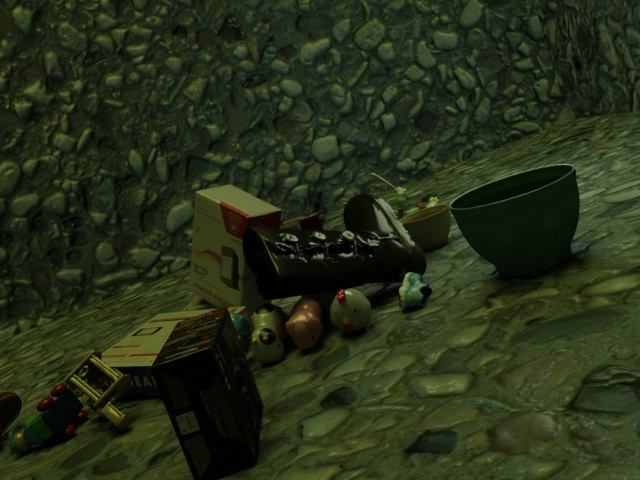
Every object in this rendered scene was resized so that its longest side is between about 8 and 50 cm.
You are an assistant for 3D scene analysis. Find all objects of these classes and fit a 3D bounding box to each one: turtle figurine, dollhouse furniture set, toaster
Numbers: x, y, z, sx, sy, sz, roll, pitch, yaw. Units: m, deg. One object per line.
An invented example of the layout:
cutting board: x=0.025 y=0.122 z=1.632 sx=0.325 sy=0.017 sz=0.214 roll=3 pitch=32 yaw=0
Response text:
turtle figurine: x=0.273 y=-0.132 z=2.511 sx=0.266 sy=0.198 sz=0.275 roll=-6 pitch=42 yaw=-33
dollhouse furniture set: x=-0.469 y=0.363 z=1.621 sx=0.182 sy=0.161 sz=0.101 roll=31 pitch=64 yaw=23
toaster: x=-0.298 y=0.213 z=2.060 sx=0.227 sy=0.129 sz=0.146 roll=-11 pitch=15 yaw=13

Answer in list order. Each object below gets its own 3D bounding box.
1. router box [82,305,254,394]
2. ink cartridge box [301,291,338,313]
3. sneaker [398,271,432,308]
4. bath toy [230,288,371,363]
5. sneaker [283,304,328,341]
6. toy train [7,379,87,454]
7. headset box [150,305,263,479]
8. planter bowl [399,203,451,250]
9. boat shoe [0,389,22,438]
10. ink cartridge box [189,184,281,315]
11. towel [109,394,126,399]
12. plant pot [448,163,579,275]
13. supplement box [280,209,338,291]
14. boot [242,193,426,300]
router box: x=-0.390 y=0.283 z=1.819 sx=0.335 sy=0.082 sz=0.301 roll=-8 pitch=18 yaw=34
ink cartridge box: x=-0.006 y=0.136 z=1.877 sx=0.088 sy=0.122 sz=0.052 roll=-23 pitch=9 yaw=-15
sneaker: x=0.233 y=0.124 z=1.690 sx=0.073 sy=0.063 sz=0.162 roll=1 pitch=19 yaw=15
bath toy: x=-0.055 y=0.193 z=1.630 sx=0.348 sy=0.151 sz=0.129 roll=-15 pitch=-29 yaw=11
sneaker: x=-0.073 y=0.210 z=1.774 sx=0.188 sy=0.066 sz=0.071 roll=-23 pitch=8 yaw=-19
toy train: x=-0.654 y=0.424 z=1.718 sx=0.143 sy=0.105 sz=0.248 roll=-33 pitch=8 yaw=5
headset box: x=-0.192 y=0.259 z=1.263 sx=0.110 sy=0.218 sz=0.293 roll=-19 pitch=9 yaw=1
planter bowl: x=0.335 y=-0.034 z=2.181 sx=0.162 sy=0.109 sz=0.162 roll=-19 pitch=9 yaw=3
boat shoe: x=-0.837 y=0.481 z=1.727 sx=0.123 sy=0.123 sz=0.342 roll=-3 pitch=14 yaw=17
ink cartridge box: x=-0.237 y=0.028 z=1.920 sx=0.226 sy=0.306 sz=0.131 roll=24 pitch=26 yaw=36
towel: x=-0.461 y=0.351 z=1.892 sx=0.285 sy=0.034 sz=0.209 roll=-20 pitch=10 yaw=-1
plant pot: x=0.469 y=-0.036 z=1.629 sx=0.293 sy=0.196 sz=0.293 roll=-21 pitch=9 yaw=3
supplement box: x=-0.019 y=0.044 z=2.076 sx=0.130 sy=0.239 sz=0.073 roll=-18 pitch=10 yaw=16
boot: x=0.001 y=0.001 z=1.839 sx=0.445 sy=0.146 sz=0.367 roll=-6 pitch=32 yaw=-27
